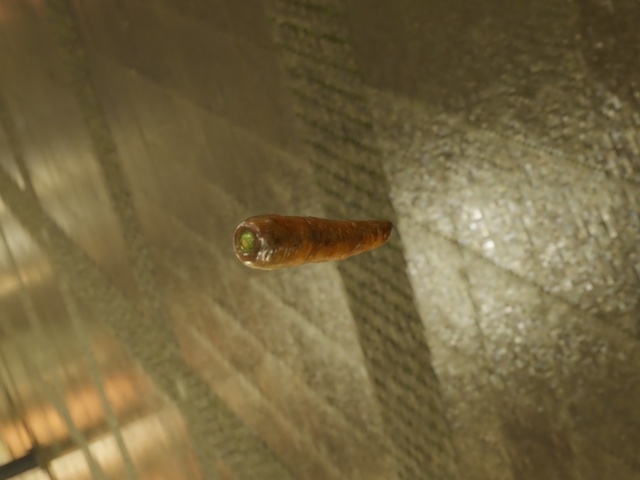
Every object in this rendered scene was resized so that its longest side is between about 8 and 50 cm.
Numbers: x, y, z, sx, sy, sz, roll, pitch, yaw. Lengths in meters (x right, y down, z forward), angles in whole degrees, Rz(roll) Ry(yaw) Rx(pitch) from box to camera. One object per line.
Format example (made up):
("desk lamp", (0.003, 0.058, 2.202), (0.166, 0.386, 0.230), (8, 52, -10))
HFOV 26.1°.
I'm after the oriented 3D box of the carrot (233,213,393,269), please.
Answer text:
("carrot", (0.000, 0.000, 1.142), (0.047, 0.191, 0.047), (1, 91, 38))
